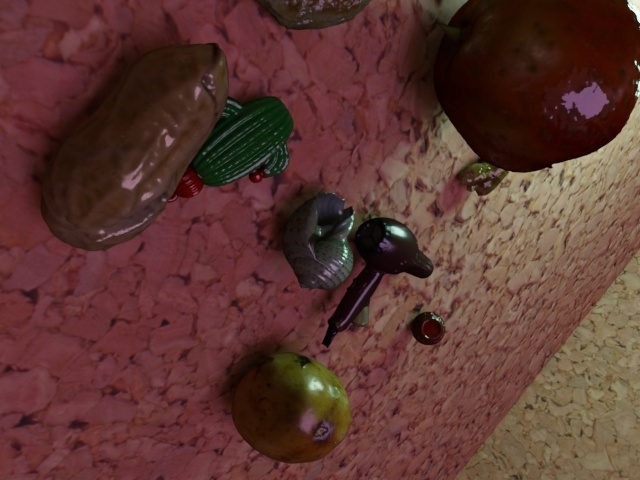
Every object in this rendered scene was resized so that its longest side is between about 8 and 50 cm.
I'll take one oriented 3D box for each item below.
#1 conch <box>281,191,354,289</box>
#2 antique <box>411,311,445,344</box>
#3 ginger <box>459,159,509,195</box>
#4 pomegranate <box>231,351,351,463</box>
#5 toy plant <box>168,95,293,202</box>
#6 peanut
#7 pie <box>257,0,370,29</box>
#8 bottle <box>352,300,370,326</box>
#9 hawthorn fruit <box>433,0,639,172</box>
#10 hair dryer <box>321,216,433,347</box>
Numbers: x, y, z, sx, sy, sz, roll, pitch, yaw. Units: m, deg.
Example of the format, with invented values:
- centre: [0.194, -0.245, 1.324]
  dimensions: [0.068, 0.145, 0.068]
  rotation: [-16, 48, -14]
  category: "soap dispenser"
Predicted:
- centre: [-0.008, 0.005, 1.106]
  dimensions: [0.172, 0.131, 0.199]
  rotation: [43, 43, -28]
  category: "conch"
- centre: [0.317, 0.259, 1.614]
  dimensions: [0.104, 0.104, 0.104]
  rotation: [-24, 131, -30]
  category: "antique"
- centre: [0.459, -0.188, 1.451]
  dimensions: [0.205, 0.081, 0.115]
  rotation: [-38, 106, -6]
  category: "ginger"
- centre: [-0.068, 0.373, 1.222]
  dimensions: [0.261, 0.260, 0.260]
  rotation: [-24, 131, -30]
  category: "pomegranate"
- centre: [-0.154, -0.158, 0.892]
  dimensions: [0.241, 0.088, 0.154]
  rotation: [-15, 115, -23]
  category: "toy plant"
- centre: [-0.253, -0.133, 0.756]
  dimensions: [0.339, 0.158, 0.174]
  rotation: [-56, 178, -3]
  category: "peanut"
- centre: [0.004, -0.468, 0.837]
  dimensions: [0.303, 0.067, 0.302]
  rotation: [-22, 129, -31]
  category: "pie"
- centre: [0.104, 0.167, 1.391]
  dimensions: [0.063, 0.047, 0.101]
  rotation: [-64, 159, -60]
  category: "bottle"
- centre: [0.399, -0.342, 1.089]
  dimensions: [0.403, 0.403, 0.402]
  rotation: [-24, 131, -30]
  category: "hawthorn fruit"
- centre: [0.124, 0.123, 1.313]
  dimensions: [0.340, 0.123, 0.313]
  rotation: [-56, 143, -1]
  category: "hair dryer"
